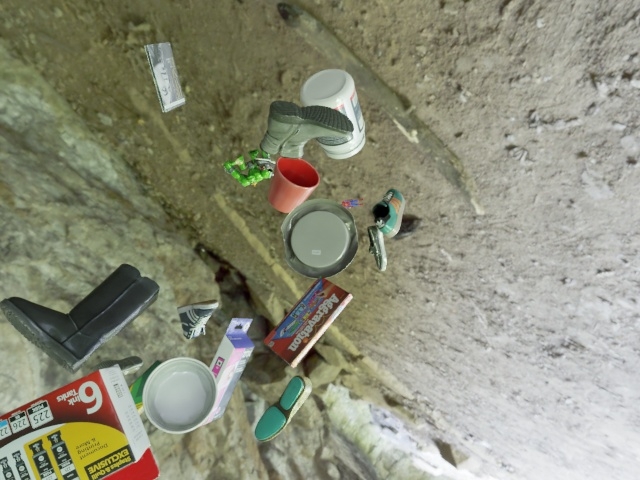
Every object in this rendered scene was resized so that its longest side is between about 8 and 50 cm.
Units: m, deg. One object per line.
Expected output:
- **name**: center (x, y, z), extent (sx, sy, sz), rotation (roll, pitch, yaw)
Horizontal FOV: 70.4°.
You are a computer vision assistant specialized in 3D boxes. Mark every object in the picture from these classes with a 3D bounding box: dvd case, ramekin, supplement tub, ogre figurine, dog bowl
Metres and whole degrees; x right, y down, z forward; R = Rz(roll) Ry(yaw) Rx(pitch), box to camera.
- **dvd case**: center (-0.554, -0.589, 1.632), extent (0.018, 0.165, 0.222), rotation (-2, 116, 12)
- **ramekin**: center (-0.407, 0.453, 1.326), extent (0.207, 0.207, 0.109), rotation (38, 151, 3)
- **supplement tub**: center (0.051, -0.443, 1.609), extent (0.191, 0.191, 0.272), rotation (28, 159, 32)
- **ogre figurine**: center (-0.259, -0.272, 1.710), extent (0.118, 0.196, 0.097), rotation (61, -174, -29)
- **dog bowl**: center (0.000, 0.000, 1.973), extent (0.348, 0.349, 0.102), rotation (35, 174, 14)

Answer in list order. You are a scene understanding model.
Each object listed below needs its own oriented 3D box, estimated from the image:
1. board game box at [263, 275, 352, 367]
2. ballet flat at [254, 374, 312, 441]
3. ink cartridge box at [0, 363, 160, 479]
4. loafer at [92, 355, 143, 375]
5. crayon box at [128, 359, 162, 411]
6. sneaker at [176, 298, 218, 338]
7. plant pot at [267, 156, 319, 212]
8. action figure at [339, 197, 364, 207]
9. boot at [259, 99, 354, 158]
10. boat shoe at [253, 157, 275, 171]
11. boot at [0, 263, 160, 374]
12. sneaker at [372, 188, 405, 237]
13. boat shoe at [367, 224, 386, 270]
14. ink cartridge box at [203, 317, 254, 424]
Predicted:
- **board game box**: center (-0.040, 0.247, 1.420), extent (0.145, 0.281, 0.027), rotation (27, 159, 42)
- **ballet flat**: center (-0.155, 0.752, 2.023), extent (0.123, 0.349, 0.123), rotation (35, -177, -2)
- **ink cartridge box**: center (-0.536, 0.455, 0.943), extent (0.272, 0.309, 0.130), rotation (64, 169, 6)
- **loafer**: center (-0.965, 0.622, 2.162), extent (0.094, 0.088, 0.251), rotation (35, -164, 29)
- **crayon box**: center (-0.652, 0.570, 1.532), extent (0.083, 0.323, 0.203), rotation (41, 142, 1)
- **sneaker**: center (-0.529, 0.348, 1.996), extent (0.282, 0.099, 0.153), rotation (-16, 83, 43)
- **plant pot**: center (-0.175, -0.309, 2.604), extent (0.274, 0.275, 0.243), rotation (38, 129, 5)
- **action figure**: center (0.137, -0.163, 2.009), extent (0.115, 0.030, 0.038), rotation (-7, 101, 18)
- **boot**: center (-0.041, -0.297, 1.280), extent (0.246, 0.084, 0.161), rotation (8, 142, -11)
- **boat shoe**: center (-0.197, -0.267, 1.597), extent (0.048, 0.042, 0.133), rotation (13, -176, 17)
- **boot**: center (-0.904, 0.229, 1.752), extent (0.367, 0.445, 0.146), rotation (44, 139, -6)
- **sneaker**: center (0.304, -0.153, 2.059), extent (0.108, 0.302, 0.121), rotation (-31, 119, 34)
- **boat shoe**: center (0.259, 0.037, 2.133), extent (0.077, 0.070, 0.220), rotation (180, 80, -76)
- **ink cartridge box**: center (-0.331, 0.454, 1.592), extent (0.069, 0.371, 0.175), rotation (21, 175, 17)
